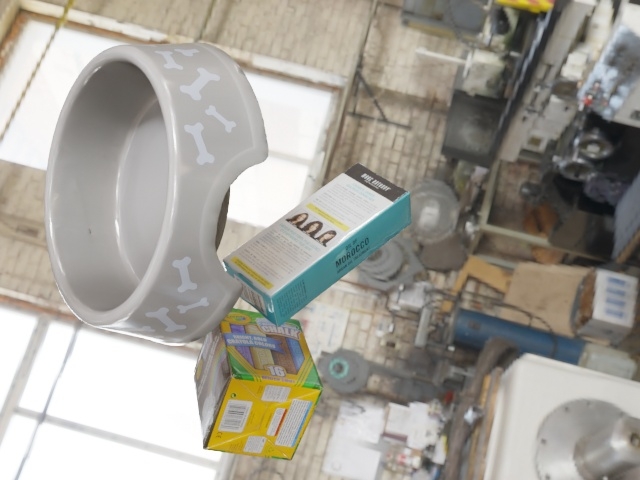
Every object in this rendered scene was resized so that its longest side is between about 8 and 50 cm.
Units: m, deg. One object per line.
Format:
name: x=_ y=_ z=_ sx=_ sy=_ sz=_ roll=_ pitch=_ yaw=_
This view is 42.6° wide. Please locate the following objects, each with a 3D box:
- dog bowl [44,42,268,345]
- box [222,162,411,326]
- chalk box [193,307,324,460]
dog bowl: x=-0.202 y=-0.056 z=0.920 sx=0.102 sy=0.349 sz=0.349 roll=4 pitch=-76 yaw=-41
box: x=0.000 y=0.000 z=1.070 sx=0.244 sy=0.100 sz=0.060 roll=-36 pitch=-40 yaw=-25
chalk box: x=-0.097 y=0.184 z=1.159 sx=0.213 sy=0.132 sz=0.132 roll=-113 pitch=40 yaw=-58
